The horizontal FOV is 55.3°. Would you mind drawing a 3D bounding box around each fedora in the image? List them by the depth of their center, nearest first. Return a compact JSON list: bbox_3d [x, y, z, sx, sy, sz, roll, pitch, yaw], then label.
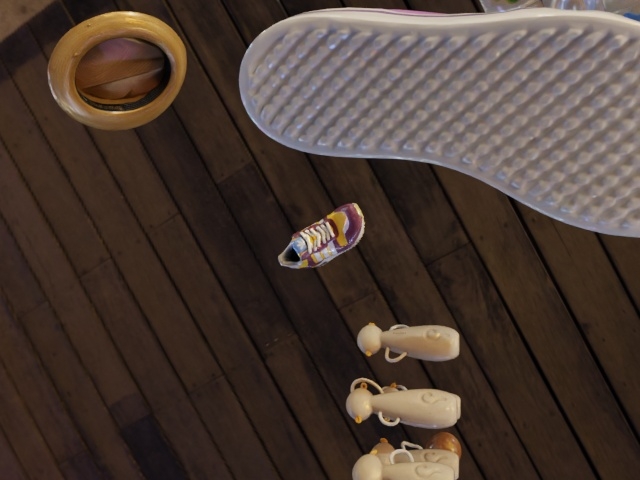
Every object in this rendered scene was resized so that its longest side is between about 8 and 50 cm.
[{"bbox_3d":[-0.292,-0.251,0.872,0.194,0.194,0.079,-49,53,16],"label":"fedora"}]

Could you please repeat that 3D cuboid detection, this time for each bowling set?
[{"bbox_3d":[0.122,0.278,0.883,0.154,0.287,0.199,0,128,16],"label":"bowling set"}]

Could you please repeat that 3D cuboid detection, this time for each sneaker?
[{"bbox_3d":[0.111,-0.093,0.372,0.282,0.161,0.102,18,114,14],"label":"sneaker"},{"bbox_3d":[0.000,0.000,1.047,0.185,0.084,0.069,-45,62,44],"label":"sneaker"}]

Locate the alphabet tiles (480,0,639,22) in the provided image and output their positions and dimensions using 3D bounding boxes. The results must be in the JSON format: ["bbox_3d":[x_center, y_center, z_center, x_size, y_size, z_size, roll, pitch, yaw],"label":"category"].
[{"bbox_3d":[0.345,-0.262,0.673,0.285,0.011,0.342,-21,134,26],"label":"alphabet tiles"}]
